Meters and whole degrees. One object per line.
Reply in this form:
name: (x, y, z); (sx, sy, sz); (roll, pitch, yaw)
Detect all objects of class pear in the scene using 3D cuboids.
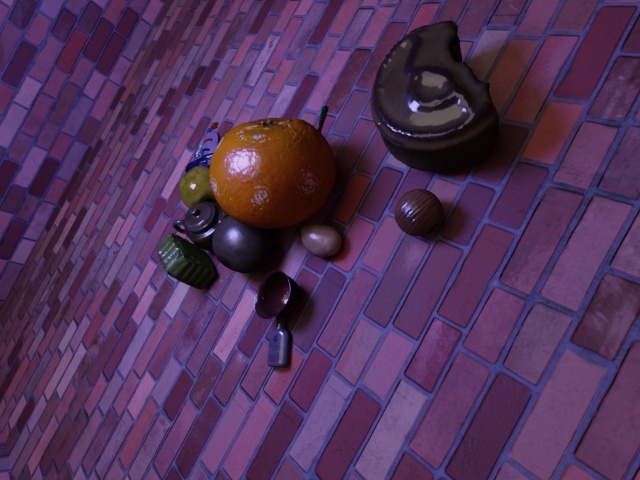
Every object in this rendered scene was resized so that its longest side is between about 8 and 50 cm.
pear: (-0.511, -0.223, 1.803); (0.197, 0.197, 0.198); (-15, 63, 32)

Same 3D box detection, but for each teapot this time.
teapot: (-0.478, -0.074, 1.699); (0.267, 0.175, 0.186); (-9, 56, 16)

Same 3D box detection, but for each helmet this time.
helmet: (-0.132, 0.193, 1.404); (0.175, 0.106, 0.155); (-45, 49, 17)

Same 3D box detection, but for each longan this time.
longan: (-0.283, 0.007, 1.532); (0.246, 0.215, 0.246); (-47, 23, 27)

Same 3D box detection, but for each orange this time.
orange: (-0.160, -0.238, 1.402); (0.422, 0.327, 0.424); (-2, 39, 2)

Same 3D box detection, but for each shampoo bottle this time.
shampoo bottle: (-0.136, 0.333, 1.393); (0.079, 0.040, 0.165); (-11, 66, 35)

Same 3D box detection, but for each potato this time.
potato: (0.002, 0.001, 1.387); (0.146, 0.112, 0.112); (18, 83, 33)

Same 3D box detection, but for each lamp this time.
lamp: (0.275, -0.079, 1.188); (0.136, 0.136, 0.137); (-15, 63, 32)

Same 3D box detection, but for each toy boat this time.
toy boat: (-0.531, -0.429, 2.004); (0.219, 0.072, 0.319); (13, 70, 42)

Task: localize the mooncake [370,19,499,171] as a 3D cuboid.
mooncake: (0.342, -0.400, 1.192); (0.393, 0.246, 0.394); (33, 87, 31)

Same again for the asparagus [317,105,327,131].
asparagus: (-0.011, -0.414, 1.617); (0.023, 0.022, 0.233); (17, 76, -5)

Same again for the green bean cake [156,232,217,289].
green bean cake: (-0.538, 0.082, 1.691); (0.113, 0.214, 0.200); (-47, 48, 5)
